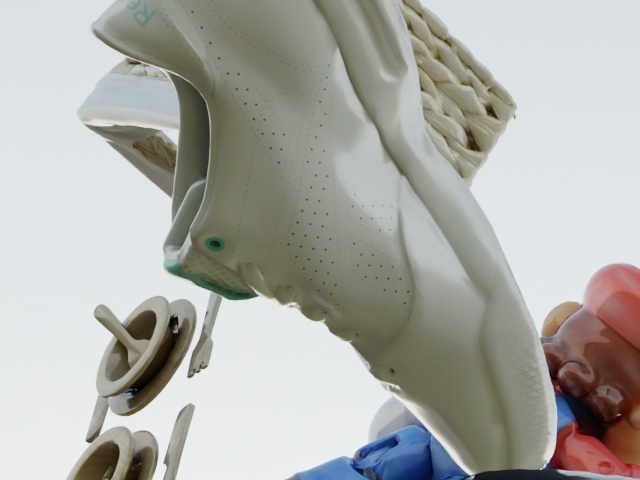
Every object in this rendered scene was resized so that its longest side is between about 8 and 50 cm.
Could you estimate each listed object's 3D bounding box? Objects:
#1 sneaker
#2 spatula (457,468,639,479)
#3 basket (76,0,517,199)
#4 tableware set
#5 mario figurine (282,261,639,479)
[{"bbox_3d":[0.000,0.000,0.578,0.212,0.094,0.080,63,-11,-23],"label":"sneaker"},{"bbox_3d":[0.091,0.053,0.371,0.030,0.084,0.296,51,-25,-6],"label":"spatula"},{"bbox_3d":[-0.012,-0.056,0.807,0.113,0.103,0.167,42,-14,-26],"label":"basket"},{"bbox_3d":[-0.126,0.106,1.146,0.039,0.194,0.128,36,-48,-23],"label":"tableware set"},{"bbox_3d":[0.139,0.147,1.153,0.198,0.321,0.170,58,-12,13],"label":"mario figurine"}]
